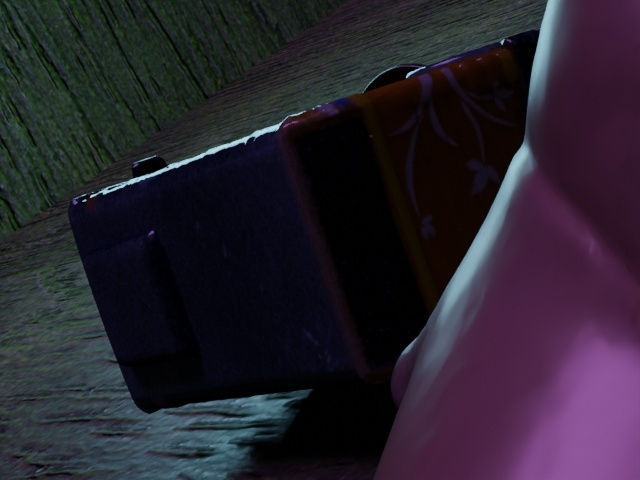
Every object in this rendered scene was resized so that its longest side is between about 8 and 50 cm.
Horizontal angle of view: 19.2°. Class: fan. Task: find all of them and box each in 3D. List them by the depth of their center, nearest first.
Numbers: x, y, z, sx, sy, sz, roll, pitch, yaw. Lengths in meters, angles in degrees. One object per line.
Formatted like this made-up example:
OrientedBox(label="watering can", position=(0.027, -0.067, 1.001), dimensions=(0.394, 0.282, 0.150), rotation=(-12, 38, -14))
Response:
OrientedBox(label="fan", position=(0.043, 0.095, 1.023), dimensions=(0.038, 0.016, 0.193), rotation=(-34, 12, -5))

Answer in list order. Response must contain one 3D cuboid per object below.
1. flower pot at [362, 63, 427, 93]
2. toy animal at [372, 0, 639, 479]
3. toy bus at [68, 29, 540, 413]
OrientedBox(label="flower pot", position=(0.095, -0.094, 1.523), dimensions=(0.111, 0.111, 0.089), rotation=(-23, -1, 35))
OrientedBox(label="toy animal", position=(0.115, 0.043, 0.440), dimensions=(0.269, 0.237, 0.326), rotation=(-12, 58, 49))
OrientedBox(label="toy bus", position=(0.000, 0.000, 1.100), dimensions=(0.194, 0.162, 0.323), rotation=(-21, 4, -31))
